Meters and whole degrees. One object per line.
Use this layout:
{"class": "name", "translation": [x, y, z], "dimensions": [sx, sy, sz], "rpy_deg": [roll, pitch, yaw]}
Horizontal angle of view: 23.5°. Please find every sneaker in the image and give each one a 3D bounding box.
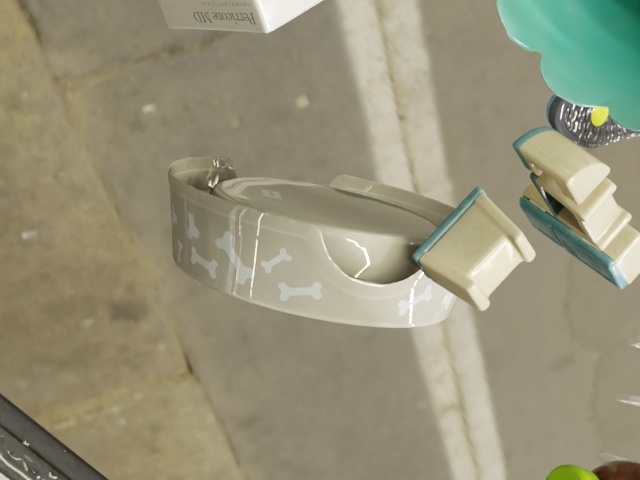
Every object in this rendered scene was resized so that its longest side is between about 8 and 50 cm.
{"class": "sneaker", "translation": [0.297, -0.148, 1.688], "dimensions": [0.209, 0.082, 0.069], "rpy_deg": [-10, 120, -46]}

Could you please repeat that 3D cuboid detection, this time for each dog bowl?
{"class": "dog bowl", "translation": [0.000, 0.000, 1.647], "dimensions": [0.348, 0.349, 0.102], "rpy_deg": [4, 103, -33]}

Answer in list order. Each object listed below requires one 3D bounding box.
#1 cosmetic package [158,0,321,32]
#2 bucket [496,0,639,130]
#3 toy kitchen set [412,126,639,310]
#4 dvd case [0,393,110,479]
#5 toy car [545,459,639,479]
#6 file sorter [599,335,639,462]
{"class": "cosmetic package", "translation": [-0.119, -0.416, 1.632], "dimensions": [0.155, 0.197, 0.366], "rpy_deg": [-35, 118, -31]}
{"class": "bucket", "translation": [0.258, -0.215, 0.976], "dimensions": [0.183, 0.281, 0.281], "rpy_deg": [-22, 153, -49]}
{"class": "toy kitchen set", "translation": [0.171, -0.001, 1.347], "dimensions": [0.166, 0.122, 0.207], "rpy_deg": [-47, 144, -4]}
{"class": "dvd case", "translation": [-0.165, 0.104, 0.545], "dimensions": [0.253, 0.022, 0.180], "rpy_deg": [-23, 123, 43]}
{"class": "toy car", "translation": [0.321, 0.217, 1.349], "dimensions": [0.155, 0.149, 0.188], "rpy_deg": [23, 116, -39]}
{"class": "file sorter", "translation": [0.414, 0.123, 1.617], "dimensions": [0.173, 0.278, 0.193], "rpy_deg": [15, 175, 6]}
